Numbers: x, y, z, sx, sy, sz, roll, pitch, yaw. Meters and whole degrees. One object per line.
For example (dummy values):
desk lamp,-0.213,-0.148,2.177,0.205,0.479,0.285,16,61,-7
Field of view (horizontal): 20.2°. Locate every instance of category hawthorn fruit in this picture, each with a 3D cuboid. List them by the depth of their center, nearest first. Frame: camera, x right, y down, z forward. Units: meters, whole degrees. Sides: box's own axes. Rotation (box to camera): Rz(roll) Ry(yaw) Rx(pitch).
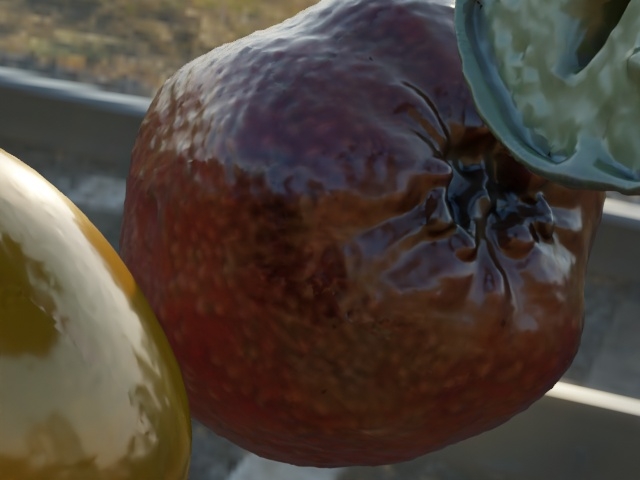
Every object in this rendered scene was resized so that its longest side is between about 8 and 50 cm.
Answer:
hawthorn fruit,0.000,0.000,0.786,0.205,0.205,0.253,-1,-7,-35

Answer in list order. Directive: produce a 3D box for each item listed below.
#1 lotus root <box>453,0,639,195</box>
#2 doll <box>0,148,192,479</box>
lotus root,0.115,-0.106,0.450,0.078,0.204,0.183,12,-20,-32
doll,-0.157,0.046,0.517,0.213,0.213,0.236,2,26,-26
